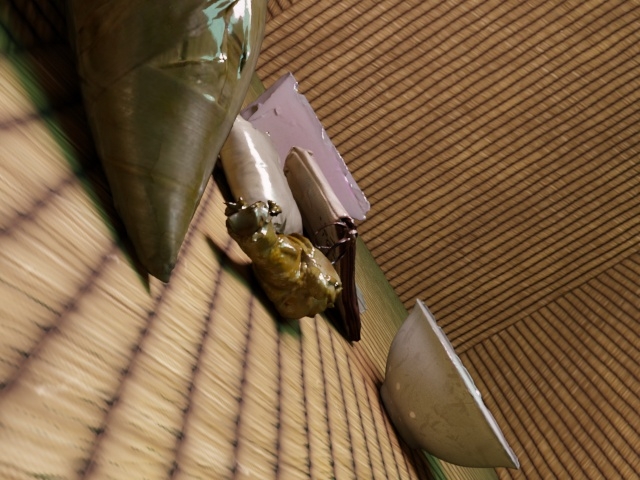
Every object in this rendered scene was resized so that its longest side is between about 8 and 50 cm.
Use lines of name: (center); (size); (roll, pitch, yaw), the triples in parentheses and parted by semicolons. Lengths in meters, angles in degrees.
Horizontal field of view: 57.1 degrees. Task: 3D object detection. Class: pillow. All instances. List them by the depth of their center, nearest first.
pillow: (-0.089, -0.080, 0.819); (0.134, 0.077, 0.182); (40, 28, -74)

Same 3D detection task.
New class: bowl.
bowl: (0.190, 0.269, 0.996); (0.314, 0.146, 0.313); (56, 8, -12)

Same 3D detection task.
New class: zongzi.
zongzi: (-0.152, -0.162, 0.574); (0.356, 0.174, 0.394); (174, -82, -74)

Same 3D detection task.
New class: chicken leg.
chicken leg: (-0.038, 0.028, 0.667); (0.228, 0.088, 0.103); (54, 21, -60)

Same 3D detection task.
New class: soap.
soap: (-0.040, -0.179, 1.252); (0.258, 0.158, 0.302); (58, 4, -35)

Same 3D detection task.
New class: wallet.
wallet: (0.003, 0.000, 0.976); (0.335, 0.068, 0.275); (80, -10, -50)

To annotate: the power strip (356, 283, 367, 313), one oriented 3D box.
power strip: (0.086, 0.129, 1.404); (0.051, 0.019, 0.136); (55, 7, -13)
